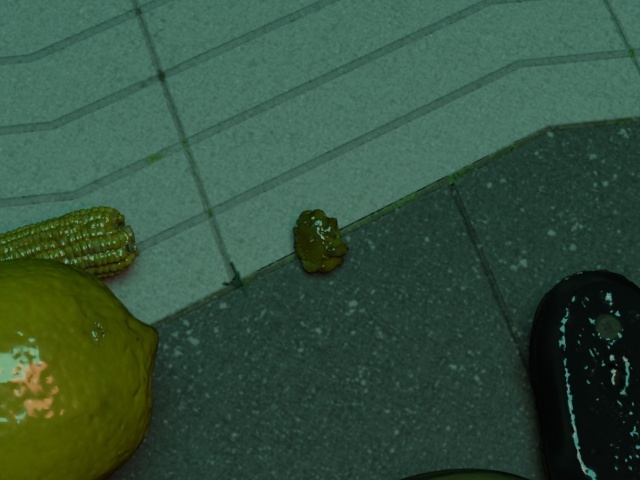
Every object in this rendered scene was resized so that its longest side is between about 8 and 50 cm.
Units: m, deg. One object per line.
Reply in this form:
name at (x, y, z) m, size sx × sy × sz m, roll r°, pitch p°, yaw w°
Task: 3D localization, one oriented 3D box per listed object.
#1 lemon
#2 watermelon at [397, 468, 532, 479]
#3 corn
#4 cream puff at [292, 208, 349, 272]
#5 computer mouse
lemon at (-0.360, 0.178, 1.763) m, size 0.336 × 0.336 × 0.336 m, roll 2°, pitch 67°, yaw -4°
watermelon at (0.136, 0.407, 1.722) m, size 0.359 × 0.279 × 0.278 m, roll -11°, pitch 68°, yaw -8°
corn at (-0.382, 0.034, 1.941) m, size 0.292 × 0.101 × 0.101 m, roll -20°, pitch 70°, yaw -9°
cream puff at (0.000, 0.000, 2.010) m, size 0.083 × 0.083 × 0.058 m, roll 31°, pitch 27°, yaw 20°
computer mouse at (0.362, 0.198, 1.924) m, size 0.183 × 0.116 × 0.323 m, roll -2°, pitch 74°, yaw -7°
